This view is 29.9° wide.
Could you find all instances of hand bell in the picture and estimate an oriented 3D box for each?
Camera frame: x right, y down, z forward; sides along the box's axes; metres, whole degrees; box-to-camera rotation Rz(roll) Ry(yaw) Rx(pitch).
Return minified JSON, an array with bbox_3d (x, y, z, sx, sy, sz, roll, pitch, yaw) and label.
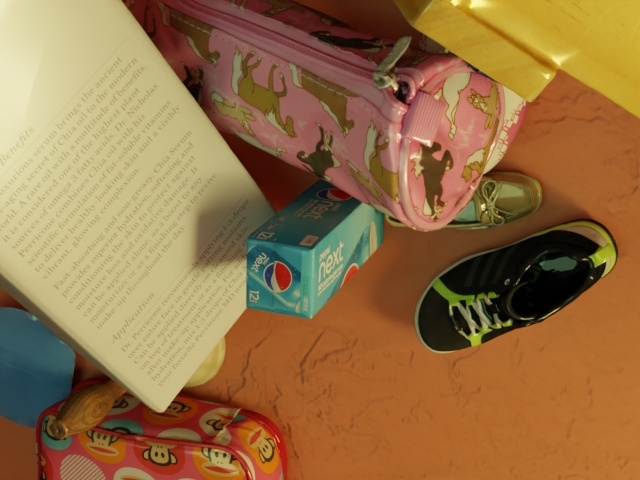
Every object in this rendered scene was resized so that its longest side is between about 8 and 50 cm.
[{"bbox_3d":[-0.209,0.148,1.276,0.126,0.242,0.126,7,111,20],"label":"hand bell"}]

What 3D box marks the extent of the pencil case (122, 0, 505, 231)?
[{"bbox_3d":[-0.024,-0.148,1.081,0.386,0.160,0.167,28,126,34],"label":"pencil case"}]

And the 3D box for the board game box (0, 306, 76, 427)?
[{"bbox_3d":[-0.355,0.149,1.459,0.133,0.033,0.169,19,120,10],"label":"board game box"}]

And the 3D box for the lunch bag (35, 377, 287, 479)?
[{"bbox_3d":[-0.185,0.308,1.393,0.293,0.120,0.258,9,112,19],"label":"lunch bag"}]

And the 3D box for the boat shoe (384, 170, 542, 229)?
[{"bbox_3d":[0.139,-0.035,1.172,0.153,0.048,0.056,-1,108,23],"label":"boat shoe"}]

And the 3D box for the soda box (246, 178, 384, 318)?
[{"bbox_3d":[0.000,0.000,1.151,0.067,0.210,0.071,9,112,19],"label":"soda box"}]

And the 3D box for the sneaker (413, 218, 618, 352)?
[{"bbox_3d":[0.178,0.047,1.158,0.234,0.097,0.084,-33,93,29],"label":"sneaker"}]

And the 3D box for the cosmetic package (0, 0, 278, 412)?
[{"bbox_3d":[-0.227,-0.062,1.069,0.161,0.230,0.453,27,162,38],"label":"cosmetic package"}]

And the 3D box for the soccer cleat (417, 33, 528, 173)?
[{"bbox_3d":[0.140,-0.200,1.058,0.116,0.143,0.331,19,115,16],"label":"soccer cleat"}]

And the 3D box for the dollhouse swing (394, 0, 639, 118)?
[{"bbox_3d":[0.245,-0.286,0.870,0.347,0.305,0.315,-51,43,28],"label":"dollhouse swing"}]
